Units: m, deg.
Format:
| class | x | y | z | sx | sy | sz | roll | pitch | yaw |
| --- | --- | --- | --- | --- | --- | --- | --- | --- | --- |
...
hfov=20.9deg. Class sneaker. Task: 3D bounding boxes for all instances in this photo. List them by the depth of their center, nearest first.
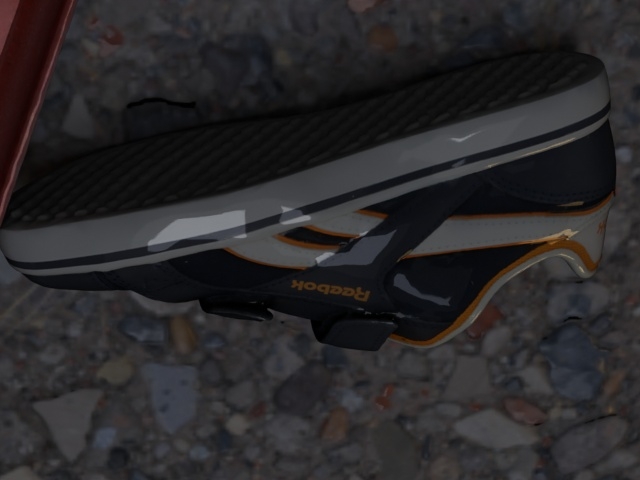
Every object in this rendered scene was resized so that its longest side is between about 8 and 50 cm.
| class | x | y | z | sx | sy | sz | roll | pitch | yaw |
| --- | --- | --- | --- | --- | --- | --- | --- | --- | --- |
| sneaker | 0.000 | 0.000 | 0.894 | 0.321 | 0.126 | 0.127 | -12 | 113 | -1 |

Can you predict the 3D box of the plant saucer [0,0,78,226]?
| class | x | y | z | sx | sy | sz | roll | pitch | yaw |
| --- | --- | --- | --- | --- | --- | --- | --- | --- | --- |
| plant saucer | -0.264 | -0.092 | 0.832 | 0.258 | 0.048 | 0.259 | 18 | 98 | -15 |
